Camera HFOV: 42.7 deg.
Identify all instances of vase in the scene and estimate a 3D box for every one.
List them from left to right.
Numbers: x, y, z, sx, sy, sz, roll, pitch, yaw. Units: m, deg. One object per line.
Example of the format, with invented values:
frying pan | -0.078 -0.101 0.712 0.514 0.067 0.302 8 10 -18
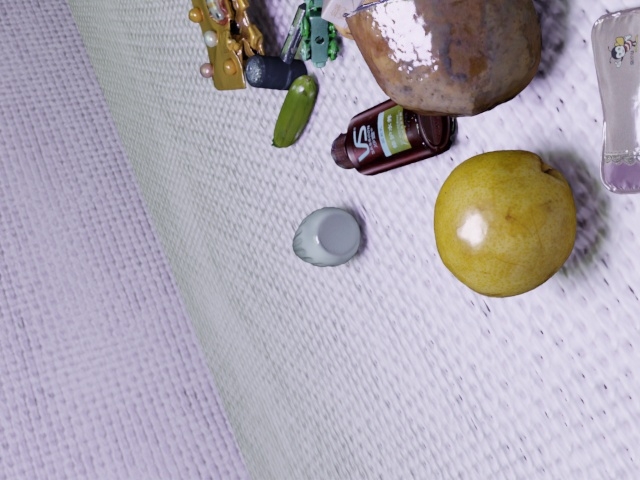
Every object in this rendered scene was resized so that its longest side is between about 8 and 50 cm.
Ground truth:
vase | 0.000 0.000 1.777 0.248 0.128 0.128 160 96 -73

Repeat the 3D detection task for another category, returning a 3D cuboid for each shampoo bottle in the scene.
shampoo bottle | 0.120 -0.190 1.490 0.323 0.084 0.129 -8 92 64

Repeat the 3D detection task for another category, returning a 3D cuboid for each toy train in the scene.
toy train | 0.000 -0.464 1.594 0.119 0.085 0.251 -94 7 -47

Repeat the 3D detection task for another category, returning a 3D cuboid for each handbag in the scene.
handbag | -0.235 -0.543 1.861 0.283 0.133 0.401 28 136 66

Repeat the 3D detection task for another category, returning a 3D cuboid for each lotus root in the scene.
lotus root | 0.182 -0.273 1.164 0.272 0.272 0.192 7 120 62

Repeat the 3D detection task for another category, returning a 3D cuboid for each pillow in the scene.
pillow | 0.394 -0.171 1.015 0.130 0.038 0.233 4 104 59

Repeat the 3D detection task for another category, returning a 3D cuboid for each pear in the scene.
pear | 0.262 -0.031 1.156 0.209 0.208 0.209 37 133 52

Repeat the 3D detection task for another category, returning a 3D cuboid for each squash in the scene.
squash | -0.061 -0.273 1.825 0.066 0.066 0.252 65 152 23

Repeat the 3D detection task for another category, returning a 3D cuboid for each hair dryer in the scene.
hair dryer | -0.069 -0.419 1.738 0.071 0.124 0.219 52 128 35

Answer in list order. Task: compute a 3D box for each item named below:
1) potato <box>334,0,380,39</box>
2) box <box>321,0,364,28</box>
potato | 0.067 -0.449 1.448 0.109 0.118 0.178 2 91 27
box | 0.107 -0.503 1.174 0.365 0.051 0.205 -52 24 44
